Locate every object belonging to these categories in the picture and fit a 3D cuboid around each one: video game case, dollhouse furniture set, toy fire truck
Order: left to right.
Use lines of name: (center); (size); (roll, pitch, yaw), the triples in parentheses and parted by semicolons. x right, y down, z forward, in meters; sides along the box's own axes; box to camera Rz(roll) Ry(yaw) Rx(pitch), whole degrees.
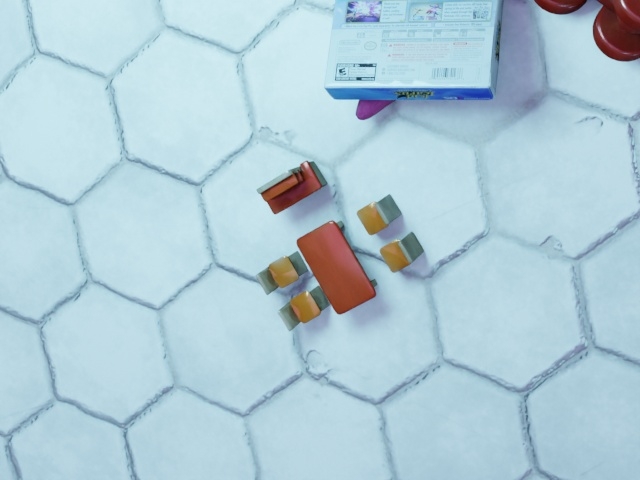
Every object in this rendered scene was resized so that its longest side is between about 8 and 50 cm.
dollhouse furniture set: (0.000, 0.000, 1.953); (0.262, 0.135, 0.259); (-30, 91, 19)
video game case: (0.153, -0.346, 1.828); (0.269, 0.061, 0.244); (3, 76, 18)
toy fire truck: (0.473, -0.441, 1.742); (0.302, 0.169, 0.254); (39, 82, 7)

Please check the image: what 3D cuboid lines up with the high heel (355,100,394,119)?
high heel: (0.169, -0.268, 1.885); (0.117, 0.082, 0.244); (45, 96, 15)
